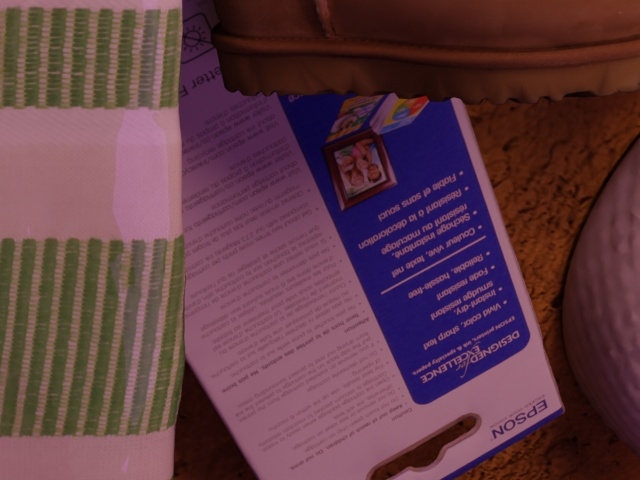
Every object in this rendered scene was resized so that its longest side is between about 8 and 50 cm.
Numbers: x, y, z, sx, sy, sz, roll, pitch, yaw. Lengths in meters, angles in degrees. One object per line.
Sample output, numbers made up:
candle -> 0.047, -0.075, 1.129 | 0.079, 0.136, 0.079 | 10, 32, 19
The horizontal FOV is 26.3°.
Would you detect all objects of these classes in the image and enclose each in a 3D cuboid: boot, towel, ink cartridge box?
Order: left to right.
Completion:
towel -> -0.171, -0.041, 0.494 | 0.248, 0.038, 0.325 | 0, 107, -1
ink cartridge box -> 0.000, 0.000, 0.690 | 0.175, 0.069, 0.371 | -29, 128, -5
boot -> 0.030, -0.182, 0.450 | 0.236, 0.089, 0.269 | 0, 116, 25

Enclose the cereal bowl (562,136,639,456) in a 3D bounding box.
cereal bowl -> 0.326, 0.034, 0.822 | 0.339, 0.141, 0.339 | -13, 127, -18
